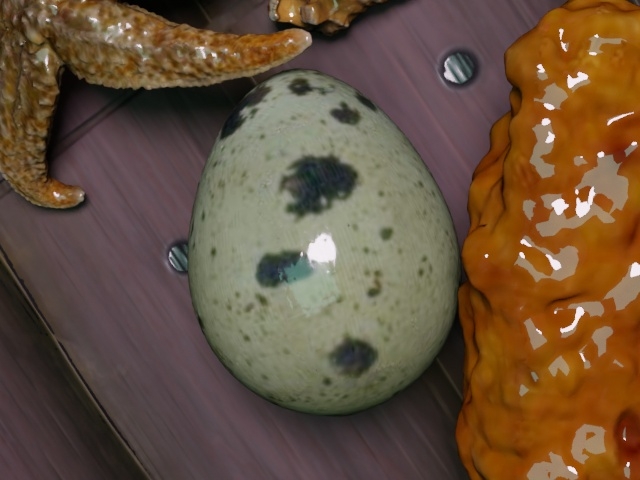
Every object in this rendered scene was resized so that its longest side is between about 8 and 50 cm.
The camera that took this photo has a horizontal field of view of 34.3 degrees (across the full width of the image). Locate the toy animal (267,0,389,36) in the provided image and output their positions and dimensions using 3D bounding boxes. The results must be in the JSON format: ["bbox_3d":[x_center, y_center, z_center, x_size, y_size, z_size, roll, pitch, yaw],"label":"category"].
[{"bbox_3d":[0.041,-0.262,0.673,0.114,0.116,0.255,4,96,-16],"label":"toy animal"}]

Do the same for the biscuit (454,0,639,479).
[{"bbox_3d":[0.236,0.022,0.590,0.312,0.110,0.318,4,99,7],"label":"biscuit"}]

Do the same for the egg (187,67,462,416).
[{"bbox_3d":[0.000,0.000,0.676,0.177,0.177,0.228,-9,87,13],"label":"egg"}]

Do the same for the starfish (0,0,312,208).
[{"bbox_3d":[-0.177,-0.168,0.707,0.375,0.094,0.327,34,115,20],"label":"starfish"}]
